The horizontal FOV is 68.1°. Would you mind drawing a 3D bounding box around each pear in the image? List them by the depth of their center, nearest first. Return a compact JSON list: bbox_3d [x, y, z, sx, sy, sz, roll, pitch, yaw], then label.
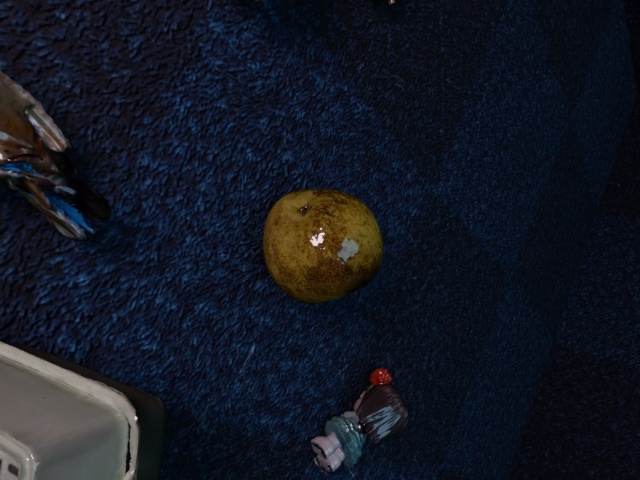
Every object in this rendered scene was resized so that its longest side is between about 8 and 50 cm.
[{"bbox_3d":[0.000,0.000,0.785,0.197,0.197,0.197,-13,109,-43],"label":"pear"}]

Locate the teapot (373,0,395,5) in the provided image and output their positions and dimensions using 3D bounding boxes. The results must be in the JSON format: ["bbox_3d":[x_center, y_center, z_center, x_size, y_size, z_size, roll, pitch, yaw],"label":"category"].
[{"bbox_3d":[0.142,-0.487,0.883,0.085,0.110,0.080,-82,152,-73],"label":"teapot"}]

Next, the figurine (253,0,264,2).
[{"bbox_3d":[-0.076,-0.449,0.607,0.177,0.173,0.247,11,92,-46],"label":"figurine"}]

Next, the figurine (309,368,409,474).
[{"bbox_3d":[0.089,0.398,1.039,0.245,0.110,0.138,-26,100,-32],"label":"figurine"}]

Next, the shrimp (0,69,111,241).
[{"bbox_3d":[-0.397,-0.112,0.417,0.445,0.110,0.221,35,81,-41],"label":"shrimp"}]

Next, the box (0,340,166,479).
[{"bbox_3d":[-0.301,0.220,0.460,0.166,0.290,0.221,5,97,-67],"label":"box"}]
